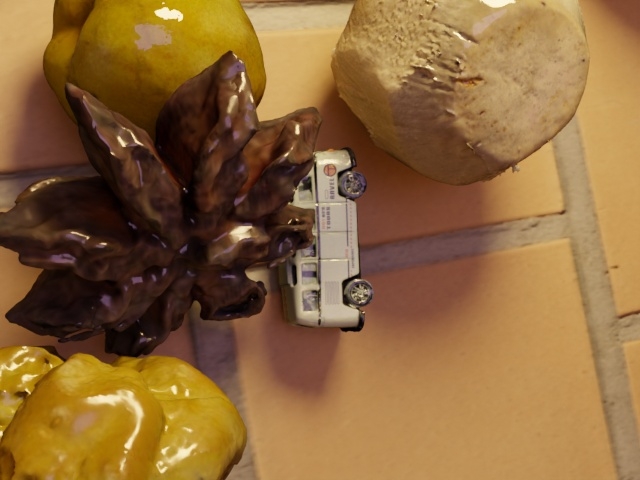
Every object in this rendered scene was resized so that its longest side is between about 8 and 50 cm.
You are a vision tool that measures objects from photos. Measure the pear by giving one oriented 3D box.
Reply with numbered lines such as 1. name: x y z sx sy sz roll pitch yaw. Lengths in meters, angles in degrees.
1. pear: -0.151 -0.173 0.841 0.200 0.200 0.200 3 82 -23

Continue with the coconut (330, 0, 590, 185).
1. coconut: 0.135 -0.190 0.949 0.245 0.247 0.245 -12 117 -24

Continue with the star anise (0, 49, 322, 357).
1. star anise: -0.125 -0.012 0.781 0.331 0.332 0.117 -24 51 -24

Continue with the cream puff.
1. cream puff: -0.230 0.190 0.691 0.257 0.324 0.291 33 100 4

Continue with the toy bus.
1. toy bus: 0.000 0.000 0.943 0.089 0.087 0.194 -1 85 -14
